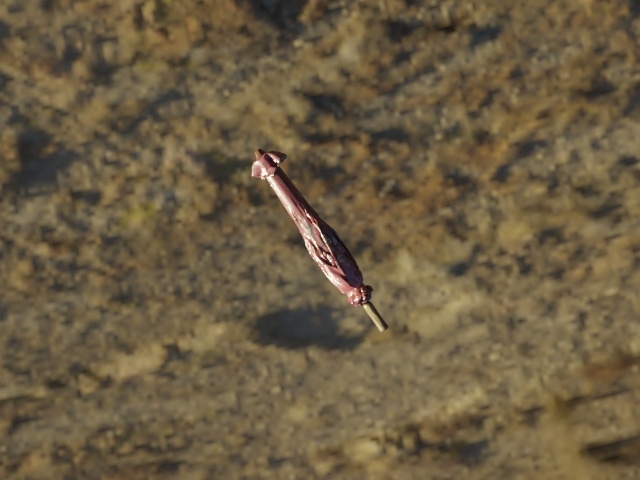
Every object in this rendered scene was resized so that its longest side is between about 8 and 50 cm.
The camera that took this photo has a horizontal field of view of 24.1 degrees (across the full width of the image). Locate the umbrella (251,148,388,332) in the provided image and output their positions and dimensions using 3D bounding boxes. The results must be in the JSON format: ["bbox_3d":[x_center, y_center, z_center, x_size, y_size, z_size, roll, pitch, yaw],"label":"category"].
[{"bbox_3d":[0.000,0.000,1.120,0.025,0.165,0.027,-34,178,-37],"label":"umbrella"}]
